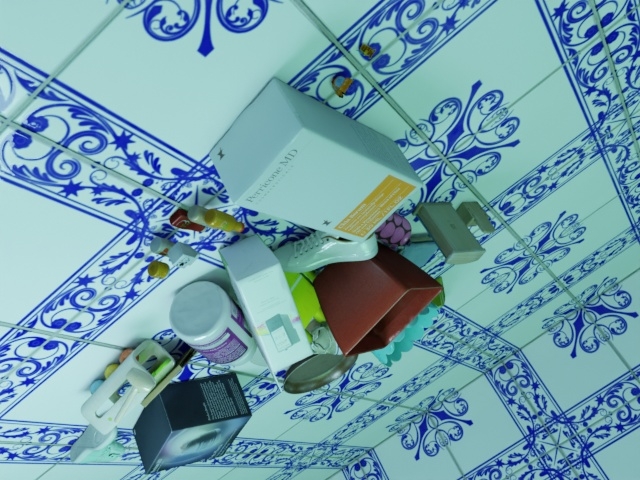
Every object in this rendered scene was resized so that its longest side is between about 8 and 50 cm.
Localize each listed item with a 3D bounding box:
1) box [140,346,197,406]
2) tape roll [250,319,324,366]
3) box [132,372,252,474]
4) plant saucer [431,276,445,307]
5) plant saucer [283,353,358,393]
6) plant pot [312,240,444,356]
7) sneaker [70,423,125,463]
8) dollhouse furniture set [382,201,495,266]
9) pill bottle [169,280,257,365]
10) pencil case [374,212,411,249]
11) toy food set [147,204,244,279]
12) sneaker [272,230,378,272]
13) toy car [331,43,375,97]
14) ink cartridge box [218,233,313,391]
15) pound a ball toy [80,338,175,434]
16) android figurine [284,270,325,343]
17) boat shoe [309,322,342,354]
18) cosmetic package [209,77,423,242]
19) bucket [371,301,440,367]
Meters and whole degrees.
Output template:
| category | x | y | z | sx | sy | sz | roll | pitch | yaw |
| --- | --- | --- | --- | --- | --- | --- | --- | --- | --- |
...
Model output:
| category | x | y | z | sx | sy | sz | roll | pitch | yaw |
| --- | --- | --- | --- | --- | --- | --- | --- | --- | --- |
| box | -0.435 | 0.387 | 2.008 | 0.201 | 0.021 | 0.164 | -44 | -174 | 24 |
| tape roll | -0.069 | 0.268 | 2.179 | 0.391 | 0.072 | 0.392 | -21 | 149 | -13 |
| box | -0.432 | 0.612 | 2.278 | 0.293 | 0.183 | 0.296 | -2 | 139 | -36 |
| plant saucer | 0.382 | 0.231 | 2.515 | 0.188 | 0.045 | 0.188 | -28 | 149 | -1 |
| plant saucer | -0.005 | 0.471 | 2.546 | 0.310 | 0.050 | 0.311 | -20 | 147 | -14 |
| plant pot | 0.139 | 0.142 | 1.927 | 0.267 | 0.236 | 0.267 | -49 | 156 | 19 |
| sneaker | -0.683 | 0.644 | 2.200 | 0.151 | 0.094 | 0.256 | 14 | 138 | -42 |
| dollhouse furniture set | 0.358 | 0.056 | 2.095 | 0.286 | 0.198 | 0.303 | -3 | 141 | -36 |
| pill bottle | -0.280 | 0.243 | 1.875 | 0.169 | 0.169 | 0.302 | -29 | 149 | 0 |
| pencil case | 0.171 | -0.041 | 1.899 | 0.209 | 0.095 | 0.098 | 22 | 103 | -49 |
| toy food set | -0.292 | 0.000 | 1.566 | 0.232 | 0.111 | 0.104 | -44 | 146 | 18 |
| sneaker | 0.000 | 0.000 | 1.797 | 0.289 | 0.106 | 0.123 | -12 | 132 | 5 |
| toy car | 0.064 | -0.358 | 1.429 | 0.040 | 0.060 | 0.122 | 32 | 101 | -8 |
| ink cartridge box | -0.129 | 0.185 | 1.738 | 0.119 | 0.207 | 0.354 | -24 | 118 | -12 |
| pound a ball toy | -0.550 | 0.402 | 1.887 | 0.319 | 0.136 | 0.208 | -45 | -179 | 24 |
| android figurine | -0.093 | 0.179 | 1.932 | 0.273 | 0.056 | 0.248 | 44 | 71 | -33 |
| boat shoe | 0.013 | 0.306 | 2.069 | 0.094 | 0.109 | 0.302 | -14 | 167 | -13 |
| cosmetic package | 0.005 | -0.159 | 1.532 | 0.230 | 0.162 | 0.453 | -45 | 145 | 24 |
| bucket | 0.238 | 0.263 | 2.248 | 0.281 | 0.183 | 0.281 | -40 | 157 | -20 |
